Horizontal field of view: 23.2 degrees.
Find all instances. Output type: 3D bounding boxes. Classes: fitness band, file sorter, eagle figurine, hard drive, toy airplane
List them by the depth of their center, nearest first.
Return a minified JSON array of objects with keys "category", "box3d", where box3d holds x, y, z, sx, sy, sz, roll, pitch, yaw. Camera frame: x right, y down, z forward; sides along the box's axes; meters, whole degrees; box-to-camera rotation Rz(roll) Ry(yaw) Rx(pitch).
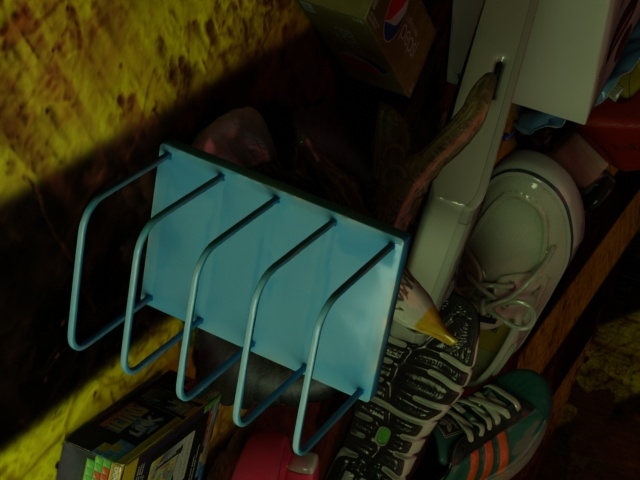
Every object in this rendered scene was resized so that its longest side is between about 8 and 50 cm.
[{"category":"file sorter","box3d":[-0.053,0.034,0.931,0.104,0.170,0.118,-38,145,-54]},{"category":"eagle figurine","box3d":[0.006,0.009,1.135,0.226,0.225,0.298,-20,180,-16]},{"category":"fitness band","box3d":[-0.050,0.303,1.361,0.209,0.054,0.291,-68,163,-54]},{"category":"hard drive","box3d":[0.125,-0.068,1.403,0.353,0.047,0.233,100,6,-69]},{"category":"toy airplane","box3d":[0.439,-0.178,1.843,0.272,0.384,0.386,-53,157,-17]}]

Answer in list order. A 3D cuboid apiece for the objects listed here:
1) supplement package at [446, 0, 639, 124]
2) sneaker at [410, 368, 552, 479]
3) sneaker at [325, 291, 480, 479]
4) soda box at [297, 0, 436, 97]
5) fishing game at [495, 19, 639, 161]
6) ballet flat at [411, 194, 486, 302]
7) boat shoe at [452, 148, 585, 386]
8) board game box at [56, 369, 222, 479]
[{"category":"supplement package","box3d":[0.233,-0.262,1.505,0.194,0.149,0.203,91,24,-48]},{"category":"sneaker","box3d":[0.167,0.241,1.866,0.302,0.108,0.121,-39,141,-24]},{"category":"sneaker","box3d":[0.094,0.169,1.688,0.281,0.106,0.162,-63,170,14]},{"category":"soda box","box3d":[0.037,-0.168,1.162,0.181,0.058,0.061,44,67,-72]},{"category":"fishing game","box3d":[0.281,-0.172,1.632,0.264,0.041,0.189,-38,-161,13]},{"category":"ballet flat","box3d":[0.122,-0.011,1.609,0.070,0.070,0.188,89,18,-51]},{"category":"boat shoe","box3d":[0.200,0.057,1.841,0.156,0.136,0.367,-53,167,-36]},{"category":"board game box","box3d":[-0.134,0.191,1.065,0.141,0.048,0.170,-30,138,-62]}]
